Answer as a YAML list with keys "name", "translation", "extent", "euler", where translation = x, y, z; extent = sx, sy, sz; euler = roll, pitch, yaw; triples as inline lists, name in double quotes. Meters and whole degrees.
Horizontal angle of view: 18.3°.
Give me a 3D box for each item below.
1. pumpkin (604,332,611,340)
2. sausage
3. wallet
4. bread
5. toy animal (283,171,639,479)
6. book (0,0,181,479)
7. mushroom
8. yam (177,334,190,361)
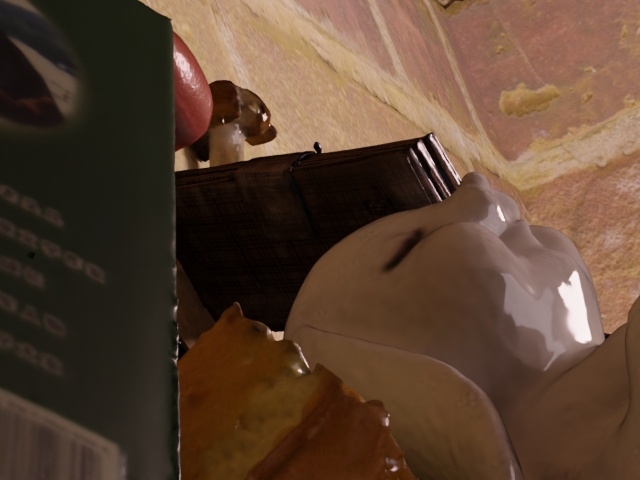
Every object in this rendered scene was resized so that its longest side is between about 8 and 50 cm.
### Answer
- name: "pumpkin"
  translation: [0.157, 0.234, 1.271]
  extent: [0.363, 0.266, 0.363]
  euler: [-21, 90, -80]
- name: "sausage"
  translation: [-0.103, -0.097, 1.267]
  extent: [0.094, 0.059, 0.054]
  euler: [59, 27, -47]
- name: "wallet"
  translation: [0.000, 0.000, 1.184]
  extent: [0.042, 0.230, 0.124]
  euler: [-48, 120, -37]
- name: "bread"
  translation: [-0.024, 0.147, 0.927]
  extent: [0.143, 0.139, 0.229]
  euler: [43, -17, 40]
- name: "toy animal"
  translation: [0.099, 0.084, 1.018]
  extent: [0.265, 0.206, 0.271]
  euler: [24, 10, 27]
- name: "book"
  translation: [-0.163, -0.034, 0.715]
  extent: [0.260, 0.043, 0.371]
  euler: [30, 29, -24]
- name: "mushroom"
  translation: [-0.062, -0.041, 1.352]
  extent: [0.187, 0.061, 0.060]
  euler: [-94, 162, -47]
- name: "yam"
  translation: [-0.074, 0.077, 1.170]
  extent: [0.107, 0.014, 0.014]
  euler: [56, 16, -37]
